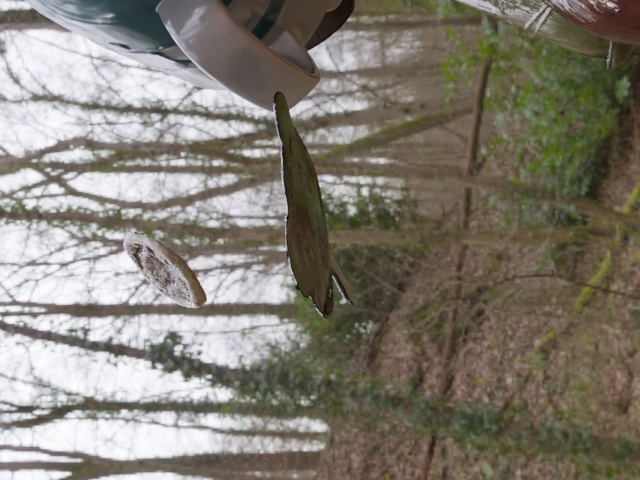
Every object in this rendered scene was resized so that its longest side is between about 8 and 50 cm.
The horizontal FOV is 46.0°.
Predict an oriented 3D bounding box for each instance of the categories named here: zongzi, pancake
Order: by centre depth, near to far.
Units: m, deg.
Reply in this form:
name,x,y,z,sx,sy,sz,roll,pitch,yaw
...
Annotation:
name,x,y,z,sx,sy,sz,roll,pitch,yaw
pancake,-0.203,0.040,0.988,0.022,0.139,0.139,-48,-38,-26
zongzi,0.299,-0.443,1.026,0.181,0.418,0.447,-65,-18,-15

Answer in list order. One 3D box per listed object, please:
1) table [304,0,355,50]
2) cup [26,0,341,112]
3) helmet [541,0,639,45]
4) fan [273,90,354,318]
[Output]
name,x,y,z,sx,sy,sz,roll,pitch,yaw
table,-0.027,-0.274,0.908,0.043,0.133,0.133,54,-149,-35
cup,-0.108,-0.228,0.611,0.290,0.219,0.257,57,-161,15
helmet,0.345,-0.327,0.699,0.337,0.385,0.230,19,-132,-27
fan,0.000,0.000,0.580,0.227,0.008,0.153,61,-160,-61
